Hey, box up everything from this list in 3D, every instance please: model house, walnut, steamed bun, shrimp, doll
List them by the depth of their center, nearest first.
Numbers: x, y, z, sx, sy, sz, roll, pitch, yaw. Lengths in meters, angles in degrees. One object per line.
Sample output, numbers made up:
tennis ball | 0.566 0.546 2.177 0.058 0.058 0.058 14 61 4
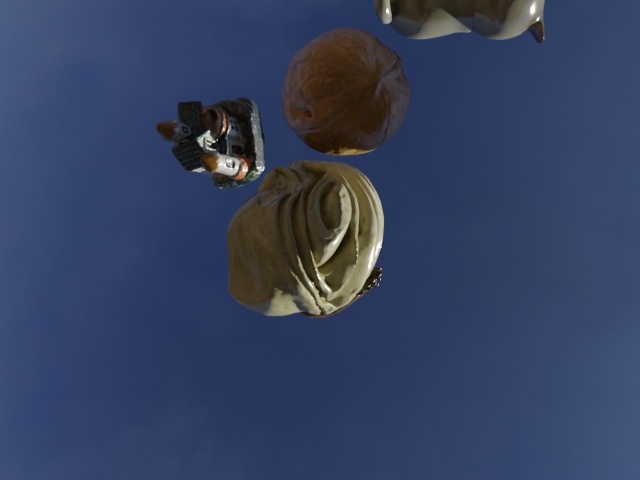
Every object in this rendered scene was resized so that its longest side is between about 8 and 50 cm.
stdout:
walnut | 0.038 -0.228 0.846 0.225 0.193 0.193 170 -76 -69
steamed bun | 0.000 -0.003 0.964 0.203 0.289 0.276 8 -79 45
doll | 0.307 -0.552 1.206 0.370 0.215 0.226 1 -132 8
shrimp | 0.042 0.113 1.336 0.236 0.133 0.053 -25 -155 4
model house | -0.334 -0.309 1.610 0.190 0.300 0.272 -9 -98 36
